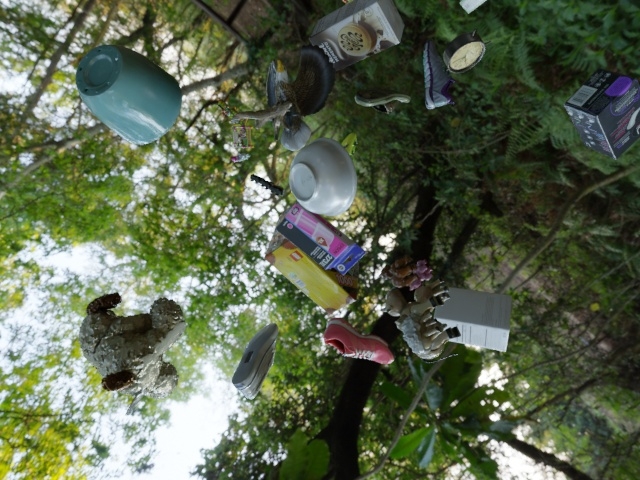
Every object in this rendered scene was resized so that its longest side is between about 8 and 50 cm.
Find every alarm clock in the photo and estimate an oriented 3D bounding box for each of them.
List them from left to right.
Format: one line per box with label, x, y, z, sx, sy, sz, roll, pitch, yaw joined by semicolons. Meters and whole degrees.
alarm clock;0.469;-0.623;1.380;0.129;0.192;0.064;4;-125;-42

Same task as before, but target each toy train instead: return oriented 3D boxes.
toy train;-0.164;-0.174;1.278;0.158;0.027;0.036;31;-157;36

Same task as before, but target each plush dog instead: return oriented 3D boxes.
plush dog;-0.461;0.248;0.931;0.225;0.262;0.210;20;-161;24

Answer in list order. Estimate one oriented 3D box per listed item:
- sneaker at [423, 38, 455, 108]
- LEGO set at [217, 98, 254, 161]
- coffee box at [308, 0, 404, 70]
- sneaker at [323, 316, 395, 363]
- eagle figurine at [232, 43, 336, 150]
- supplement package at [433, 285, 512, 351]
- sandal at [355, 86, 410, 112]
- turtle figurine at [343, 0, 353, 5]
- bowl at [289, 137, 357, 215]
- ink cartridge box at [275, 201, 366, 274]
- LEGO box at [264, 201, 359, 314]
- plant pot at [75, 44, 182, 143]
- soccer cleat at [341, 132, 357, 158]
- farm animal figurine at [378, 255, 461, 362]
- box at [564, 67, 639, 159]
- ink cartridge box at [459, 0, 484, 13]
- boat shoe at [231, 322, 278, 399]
sneaker;0.390;-0.547;1.329;0.098;0.223;0.083;-2;-176;20
LEGO set;-0.375;-0.483;1.730;0.107;0.132;0.287;-21;-88;-56
coffee box;0.129;-0.762;1.484;0.168;0.297;0.119;42;-127;-39
sneaker;0.149;0.447;1.682;0.314;0.116;0.136;24;-145;11
eagle figurine;-0.093;-0.444;1.225;0.226;0.225;0.298;26;-136;-5
supplement package;0.653;0.333;1.749;0.293;0.177;0.175;7;139;24
sandal;0.232;-0.534;1.566;0.120;0.086;0.303;32;-142;33
turtle figurine;0.209;-1.125;1.823;0.217;0.269;0.087;37;162;-33
bowl;-0.021;-0.220;1.486;0.134;0.298;0.298;-20;-123;-41
ink cartridge box;0.000;0.000;1.756;0.371;0.176;0.069;37;-146;-6
LEGO box;-0.026;0.089;2.169;0.500;0.193;0.372;43;-149;-23
plant pot;-0.666;-0.513;1.382;0.293;0.293;0.235;45;-177;20
soccer cleat;0.070;-0.348;1.780;0.121;0.289;0.093;29;-144;4
farm animal figurine;0.285;0.212;1.222;0.330;0.172;0.327;30;-145;-45
box;1.014;-0.442;1.435;0.270;0.165;0.143;32;-163;-37
ink cartridge box;0.540;-0.821;1.216;0.056;0.171;0.235;33;157;-24
boat shoe;-0.186;0.366;1.252;0.084;0.095;0.258;59;-146;-22
